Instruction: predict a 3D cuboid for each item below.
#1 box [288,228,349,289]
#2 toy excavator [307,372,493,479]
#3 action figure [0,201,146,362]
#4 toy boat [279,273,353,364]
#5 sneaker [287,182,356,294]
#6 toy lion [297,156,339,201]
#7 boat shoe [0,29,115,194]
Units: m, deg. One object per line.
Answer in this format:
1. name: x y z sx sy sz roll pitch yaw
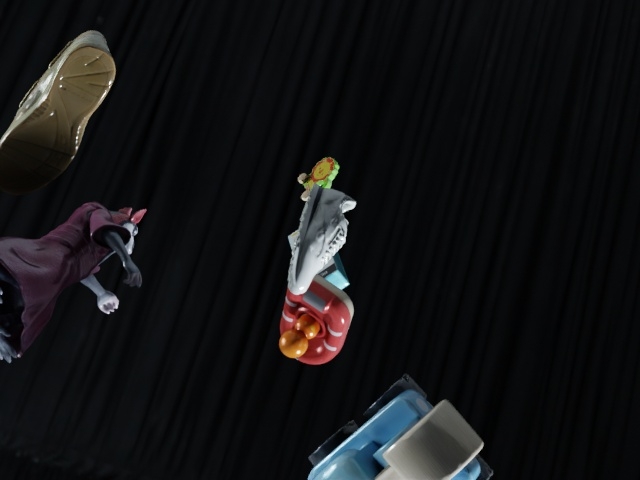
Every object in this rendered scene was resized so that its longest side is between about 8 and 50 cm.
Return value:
1. box: -0.007 0.047 2.415 0.101 0.244 0.060 -34 125 11
2. toy excavator: 0.115 0.362 1.462 0.222 0.433 0.445 49 -156 9
3. action figure: -0.454 0.029 1.663 0.276 0.370 0.248 45 137 -4
4. toy boat: -0.031 0.186 2.013 0.151 0.151 0.231 33 145 15
5. sneaker: 0.000 0.000 1.796 0.095 0.235 0.090 19 152 -5
6. toy lion: 0.000 -0.133 2.074 0.096 0.100 0.034 -34 128 19
7. boat shoe: -0.429 -0.203 1.540 0.109 0.098 0.302 27 114 -29
